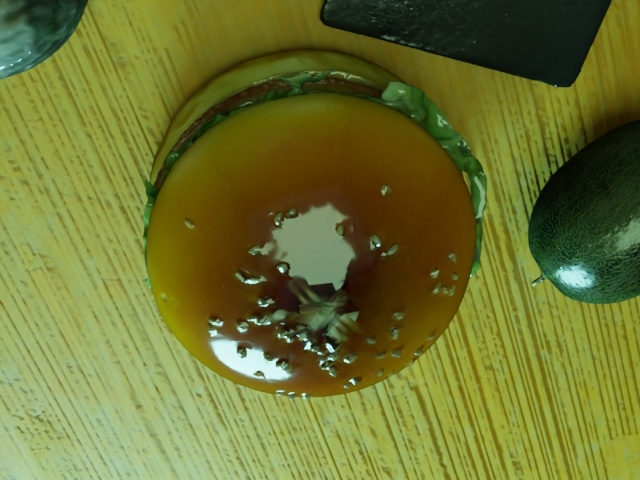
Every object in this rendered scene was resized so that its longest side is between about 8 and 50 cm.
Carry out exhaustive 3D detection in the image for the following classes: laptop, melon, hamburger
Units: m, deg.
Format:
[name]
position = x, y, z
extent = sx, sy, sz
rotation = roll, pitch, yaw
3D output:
[laptop]
position = 0.109, -0.185, 0.751
extent = 0.197, 0.016, 0.135
rotation = 13, 117, -15
[melon]
position = 0.219, -0.018, 0.802
extent = 0.167, 0.114, 0.114
rotation = -38, 118, 11
[hamburger]
position = -0.001, -0.001, 0.744
extent = 0.246, 0.170, 0.246
rotation = -3, 120, -5

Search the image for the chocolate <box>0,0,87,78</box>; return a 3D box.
[chocolate]
position = -0.259, -0.140, 0.657
extent = 0.248, 0.110, 0.110
rotation = -6, 120, -3
